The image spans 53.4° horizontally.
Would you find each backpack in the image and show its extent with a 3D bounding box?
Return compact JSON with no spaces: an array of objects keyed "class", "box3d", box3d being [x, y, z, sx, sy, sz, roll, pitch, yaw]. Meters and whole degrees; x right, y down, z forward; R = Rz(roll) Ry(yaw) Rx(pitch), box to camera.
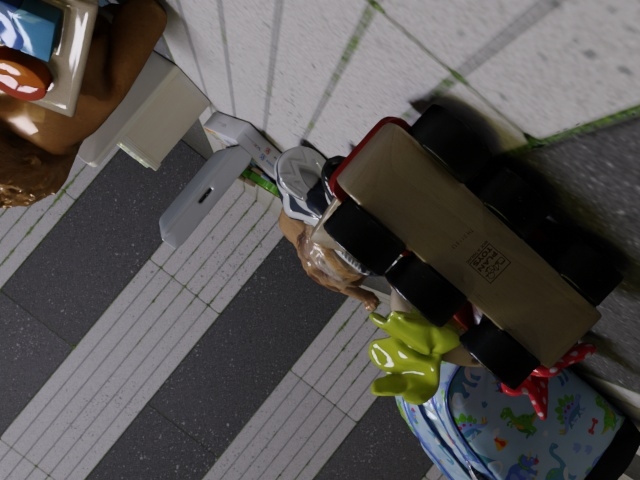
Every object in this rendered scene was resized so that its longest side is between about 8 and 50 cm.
[{"class":"backpack","box3d":[0.285,0.268,0.989,0.355,0.290,0.273,45,169,14]}]

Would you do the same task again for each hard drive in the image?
[{"class":"hard drive","box3d":[-0.227,-0.089,1.204,0.040,0.203,0.307,40,175,-16]}]

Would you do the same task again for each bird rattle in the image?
[{"class":"bird rattle","box3d":[0.178,0.095,0.760,0.206,0.254,0.143,-100,9,-50]}]

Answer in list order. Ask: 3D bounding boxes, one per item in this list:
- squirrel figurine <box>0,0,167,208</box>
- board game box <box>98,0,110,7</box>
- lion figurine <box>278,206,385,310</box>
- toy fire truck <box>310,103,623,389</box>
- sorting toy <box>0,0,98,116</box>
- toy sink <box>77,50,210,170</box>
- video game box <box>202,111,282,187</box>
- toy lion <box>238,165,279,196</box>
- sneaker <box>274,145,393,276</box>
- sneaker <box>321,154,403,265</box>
[{"class":"squirrel figurine","box3d":[-0.462,-0.247,0.806,0.371,0.396,0.281,27,-170,-33]},{"class":"board game box","box3d":[-0.476,-0.315,1.064,0.142,0.275,0.144,43,175,-40]},{"class":"lion figurine","box3d":[0.000,0.000,1.218,0.240,0.142,0.392,34,176,-32]},{"class":"toy fire truck","box3d":[0.090,0.001,0.558,0.217,0.158,0.246,39,-172,-13]},{"class":"sorting toy","box3d":[-0.384,-0.226,0.614,0.308,0.041,0.229,20,154,-19]},{"class":"toy sink","box3d":[-0.351,-0.230,1.193,0.153,0.234,0.131,36,175,32]},{"class":"video game box","box3d":[-0.120,-0.162,1.223,0.187,0.048,0.205,44,174,-30]},{"class":"toy lion","box3d":[-0.103,-0.104,1.195,0.096,0.034,0.100,32,179,-25]},{"class":"sneaker","box3d":[0.014,-0.045,0.980,0.235,0.094,0.153,40,177,-14]},{"class":"sneaker","box3d":[0.083,-0.022,0.720,0.234,0.078,0.106,39,179,23]}]
